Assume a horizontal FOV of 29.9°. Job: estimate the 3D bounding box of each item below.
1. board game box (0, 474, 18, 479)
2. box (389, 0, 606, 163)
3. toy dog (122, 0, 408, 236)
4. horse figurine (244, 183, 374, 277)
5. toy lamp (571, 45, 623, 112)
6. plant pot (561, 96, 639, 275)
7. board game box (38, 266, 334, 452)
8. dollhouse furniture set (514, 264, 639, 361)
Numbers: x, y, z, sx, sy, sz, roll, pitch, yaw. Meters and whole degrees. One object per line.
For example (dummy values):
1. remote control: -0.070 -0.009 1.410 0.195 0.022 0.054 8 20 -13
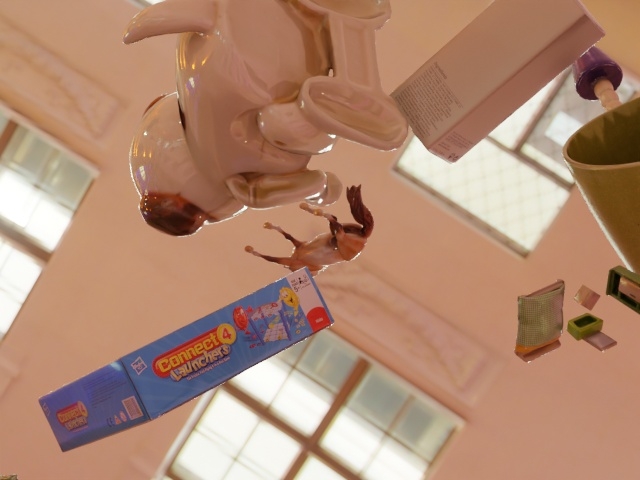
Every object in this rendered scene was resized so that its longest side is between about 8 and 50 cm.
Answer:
1. board game box: -0.575 0.546 2.129 0.136 0.260 0.030 -8 -170 18
2. box: 0.235 -0.235 1.607 0.094 0.275 0.113 21 -146 -58
3. toy dog: -0.121 -0.159 1.685 0.395 0.408 0.285 2 -118 -33
4. horse figurine: 0.000 0.000 2.051 0.174 0.263 0.066 30 -134 -37
5. toy lamp: 0.449 -0.194 1.811 0.080 0.080 0.275 23 -146 -37
6. plant pot: 0.483 -0.022 1.521 0.275 0.274 0.294 -108 -4 -72
7. board game box: -0.185 0.163 1.611 0.302 0.308 0.086 -26 -91 -36
8. dollhouse furniture set: 0.266 0.077 1.197 0.151 0.076 0.058 -20 -144 -30
